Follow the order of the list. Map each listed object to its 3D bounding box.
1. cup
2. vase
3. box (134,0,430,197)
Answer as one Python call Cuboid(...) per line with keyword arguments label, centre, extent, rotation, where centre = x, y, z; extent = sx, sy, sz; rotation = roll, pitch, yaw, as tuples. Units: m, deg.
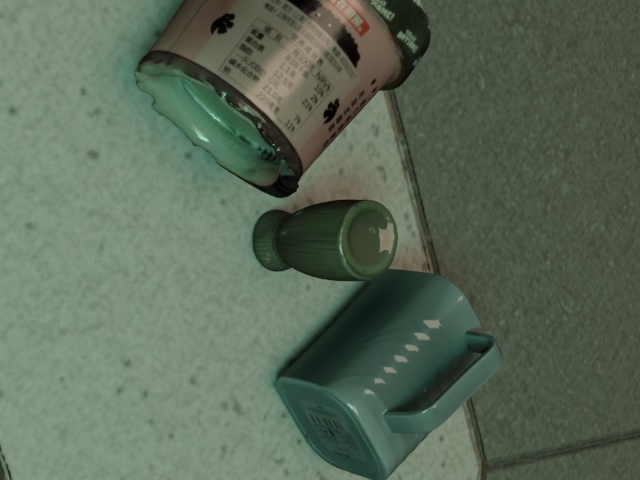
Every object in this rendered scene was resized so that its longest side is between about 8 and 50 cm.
Cuboid(label="cup", centre=(0.058, 0.093, 0.770), extent=(0.129, 0.128, 0.095), rotation=(-42, 118, -28))
Cuboid(label="vase", centre=(0.000, 0.000, 0.735), extent=(0.053, 0.101, 0.053), rotation=(0, 90, -39))
Cuboid(label="box", centre=(-0.029, -0.114, 0.684), extent=(0.151, 0.151, 0.135), rotation=(45, 71, -31))
